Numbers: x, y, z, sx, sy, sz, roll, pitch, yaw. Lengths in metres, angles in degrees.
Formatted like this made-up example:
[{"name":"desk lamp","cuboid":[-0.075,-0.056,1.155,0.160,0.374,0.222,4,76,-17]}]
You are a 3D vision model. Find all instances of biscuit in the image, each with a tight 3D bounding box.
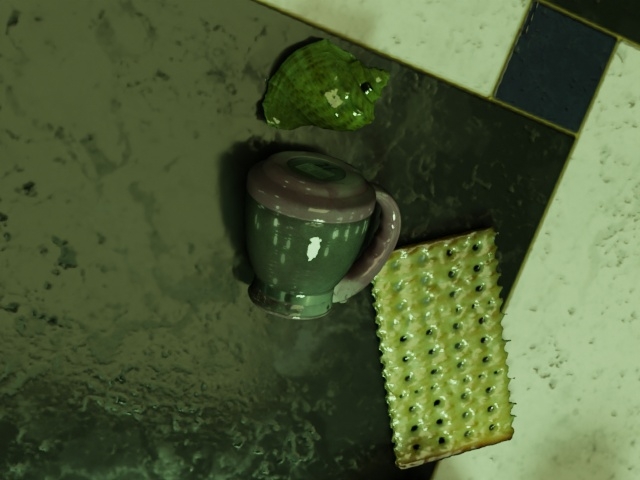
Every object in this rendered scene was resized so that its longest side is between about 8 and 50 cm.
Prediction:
[{"name":"biscuit","cuboid":[0.124,0.108,1.211,0.139,0.016,0.231,-13,106,-13]}]

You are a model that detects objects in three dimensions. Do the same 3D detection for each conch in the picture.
[{"name":"conch","cuboid":[0.005,-0.138,1.099,0.121,0.074,0.089,-15,76,5]}]

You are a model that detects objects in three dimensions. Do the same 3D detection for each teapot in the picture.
[{"name":"teapot","cuboid":[-0.009,-0.003,1.110,0.148,0.116,0.146,-25,133,-54]}]
